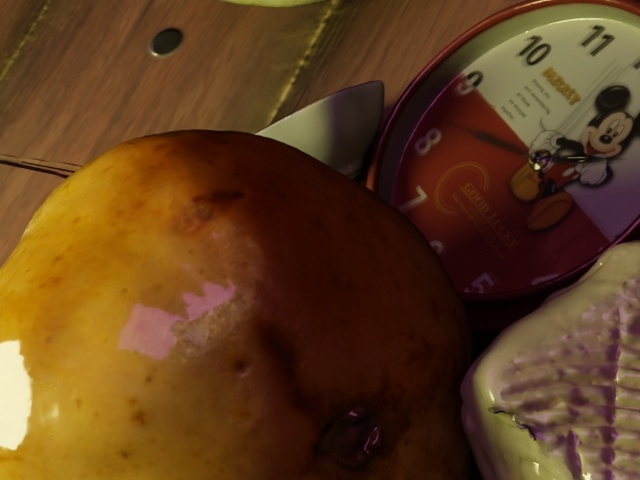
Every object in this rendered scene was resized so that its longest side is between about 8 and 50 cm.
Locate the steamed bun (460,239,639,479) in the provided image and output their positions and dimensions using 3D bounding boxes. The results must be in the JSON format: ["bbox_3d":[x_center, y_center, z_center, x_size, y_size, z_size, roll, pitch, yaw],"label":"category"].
[{"bbox_3d":[0.260,0.139,1.132,0.320,0.206,0.275,33,71,15],"label":"steamed bun"}]

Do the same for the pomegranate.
[{"bbox_3d":[-0.086,0.115,1.234,0.410,0.410,0.410,-12,51,16],"label":"pomegranate"}]

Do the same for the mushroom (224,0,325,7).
[{"bbox_3d":[-0.033,-0.379,1.626,0.352,0.260,0.352,-13,46,14],"label":"mushroom"}]

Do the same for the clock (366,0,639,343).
[{"bbox_3d":[0.180,-0.061,1.401,0.318,0.080,0.319,-20,50,25],"label":"clock"}]

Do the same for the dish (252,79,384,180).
[{"bbox_3d":[-0.018,-0.064,1.478,0.190,0.190,0.066,-28,87,2],"label":"dish"}]
